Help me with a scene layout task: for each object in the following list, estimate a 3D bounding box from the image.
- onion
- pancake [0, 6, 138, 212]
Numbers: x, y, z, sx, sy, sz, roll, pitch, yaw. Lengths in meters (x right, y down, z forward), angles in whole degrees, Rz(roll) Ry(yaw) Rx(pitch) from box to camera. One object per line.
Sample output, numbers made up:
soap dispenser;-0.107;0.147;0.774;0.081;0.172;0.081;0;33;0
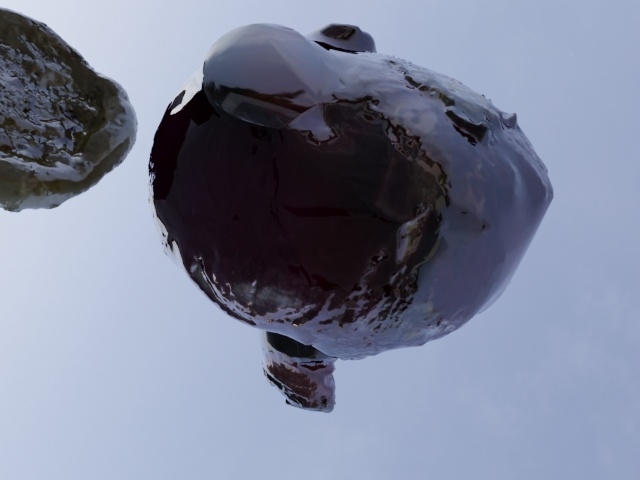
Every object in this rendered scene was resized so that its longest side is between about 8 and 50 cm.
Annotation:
onion;0.000;0.000;0.918;0.398;0.398;0.420;44;-51;29
pancake;-0.320;-0.143;0.896;0.282;0.283;0.049;55;-48;24
